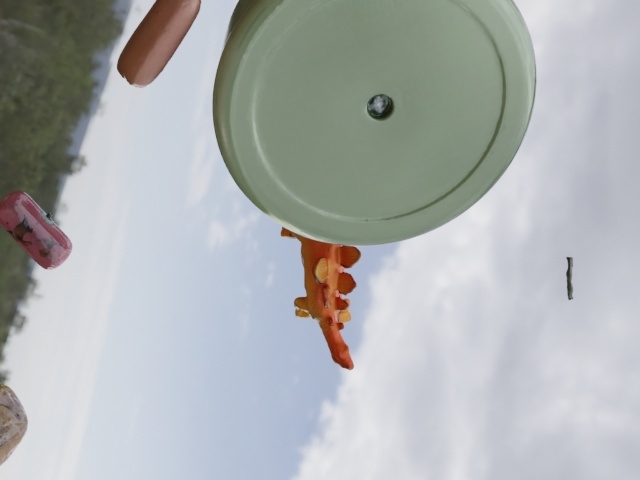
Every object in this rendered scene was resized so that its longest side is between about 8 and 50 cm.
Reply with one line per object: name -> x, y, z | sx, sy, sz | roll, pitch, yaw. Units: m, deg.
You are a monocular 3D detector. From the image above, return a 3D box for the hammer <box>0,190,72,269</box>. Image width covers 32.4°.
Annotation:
hammer -> -0.271, -0.011, 1.042 | 0.043, 0.083, 0.043 | -39, -166, 12

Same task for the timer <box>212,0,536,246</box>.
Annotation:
timer -> 0.027, -0.189, 1.090 | 0.315, 0.291, 0.290 | -109, -140, -59

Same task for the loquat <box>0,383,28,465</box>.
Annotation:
loquat -> -0.482, 0.268, 1.563 | 0.137, 0.113, 0.137 | -44, 180, 0

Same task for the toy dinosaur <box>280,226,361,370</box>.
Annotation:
toy dinosaur -> 0.000, 0.000, 1.202 | 0.117, 0.071, 0.288 | 138, -59, -63

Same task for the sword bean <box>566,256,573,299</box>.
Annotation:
sword bean -> 0.382, 0.059, 1.687 | 0.012, 0.012, 0.083 | -95, 176, -56

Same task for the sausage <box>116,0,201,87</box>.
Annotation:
sausage -> -0.118, -0.151, 0.808 | 0.083, 0.034, 0.034 | -53, -161, 12
